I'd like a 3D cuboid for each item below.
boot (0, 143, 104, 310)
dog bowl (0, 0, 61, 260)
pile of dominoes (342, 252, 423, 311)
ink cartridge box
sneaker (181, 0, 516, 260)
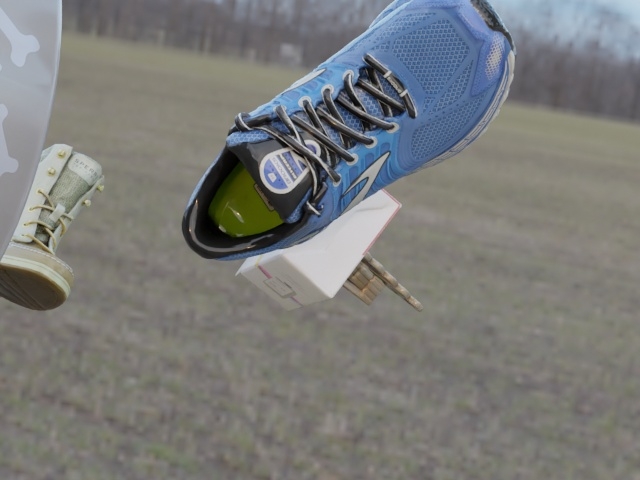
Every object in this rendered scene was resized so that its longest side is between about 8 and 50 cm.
[{"bbox_3d":[-0.268,-0.017,1.615,0.077,0.165,0.213,49,-23,-27],"label":"boot"},{"bbox_3d":[-0.283,-0.088,1.093,0.102,0.349,0.348,15,2,-32],"label":"dog bowl"},{"bbox_3d":[0.000,0.000,1.959,0.196,0.040,0.251,36,-5,44],"label":"pile of dominoes"},{"bbox_3d":[-0.007,0.002,1.600,0.067,0.115,0.198,40,-15,-9],"label":"ink cartridge box"},{"bbox_3d":[0.015,-0.075,1.287,0.130,0.330,0.147,51,32,1],"label":"sneaker"}]
